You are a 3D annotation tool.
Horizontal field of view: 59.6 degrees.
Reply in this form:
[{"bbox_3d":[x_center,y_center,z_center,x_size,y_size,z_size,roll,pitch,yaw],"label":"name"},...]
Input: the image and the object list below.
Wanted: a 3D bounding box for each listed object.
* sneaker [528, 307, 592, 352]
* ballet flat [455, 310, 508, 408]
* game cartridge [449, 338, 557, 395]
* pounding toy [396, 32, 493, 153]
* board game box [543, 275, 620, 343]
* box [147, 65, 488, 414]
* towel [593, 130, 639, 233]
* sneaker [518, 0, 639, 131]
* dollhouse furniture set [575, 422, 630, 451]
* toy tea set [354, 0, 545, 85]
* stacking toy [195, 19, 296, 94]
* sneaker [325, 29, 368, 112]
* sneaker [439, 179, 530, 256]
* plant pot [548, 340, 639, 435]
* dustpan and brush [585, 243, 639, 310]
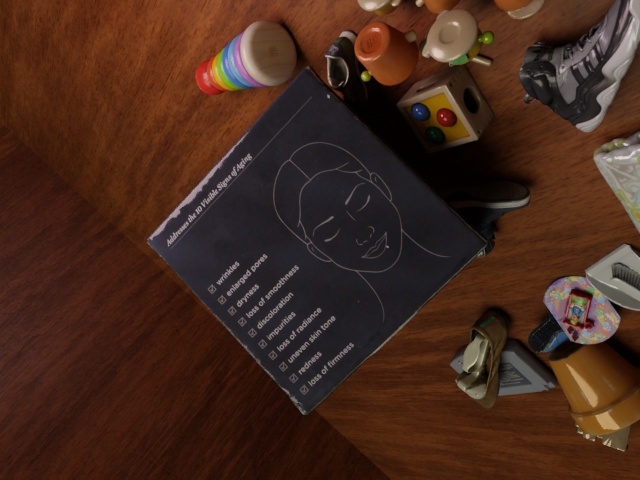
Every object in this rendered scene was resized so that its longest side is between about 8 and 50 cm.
[{"bbox_3d":[0.603,0.206,1.378,0.069,0.082,0.209,64,144,30],"label":"sneaker"},{"bbox_3d":[0.445,0.354,1.572,0.116,0.124,0.342,36,135,43],"label":"ballet flat"},{"bbox_3d":[0.537,0.385,1.690,0.198,0.062,0.297,46,149,-4],"label":"game cartridge"},{"bbox_3d":[0.236,-0.284,1.064,0.181,0.094,0.206,-9,126,52],"label":"pounding toy"},{"bbox_3d":[0.592,0.165,1.279,0.133,0.033,0.168,-40,79,43],"label":"board game box"},{"bbox_3d":[0.000,0.000,1.170,0.472,0.480,0.297,46,-171,7],"label":"box"},{"bbox_3d":[0.684,-0.071,0.883,0.320,0.090,0.375,52,148,-16],"label":"towel"},{"bbox_3d":[0.400,-0.293,0.867,0.153,0.101,0.268,24,150,19],"label":"sneaker"},{"bbox_3d":[0.809,0.503,1.580,0.144,0.123,0.151,11,175,39],"label":"dollhouse furniture set"},{"bbox_3d":[0.208,-0.368,0.951,0.336,0.199,0.124,12,179,39],"label":"toy tea set"},{"bbox_3d":[-0.205,-0.413,1.339,0.331,0.141,0.141,2,134,51],"label":"stacking toy"},{"bbox_3d":[0.049,-0.341,1.197,0.064,0.086,0.192,20,146,29],"label":"sneaker"},{"bbox_3d":[0.380,-0.043,1.233,0.226,0.086,0.163,2,127,54],"label":"sneaker"},{"bbox_3d":[0.666,0.331,1.357,0.187,0.205,0.205,54,150,6],"label":"plant pot"},{"bbox_3d":[0.674,0.116,1.166,0.211,0.060,0.147,35,150,6],"label":"dustpan and brush"}]
